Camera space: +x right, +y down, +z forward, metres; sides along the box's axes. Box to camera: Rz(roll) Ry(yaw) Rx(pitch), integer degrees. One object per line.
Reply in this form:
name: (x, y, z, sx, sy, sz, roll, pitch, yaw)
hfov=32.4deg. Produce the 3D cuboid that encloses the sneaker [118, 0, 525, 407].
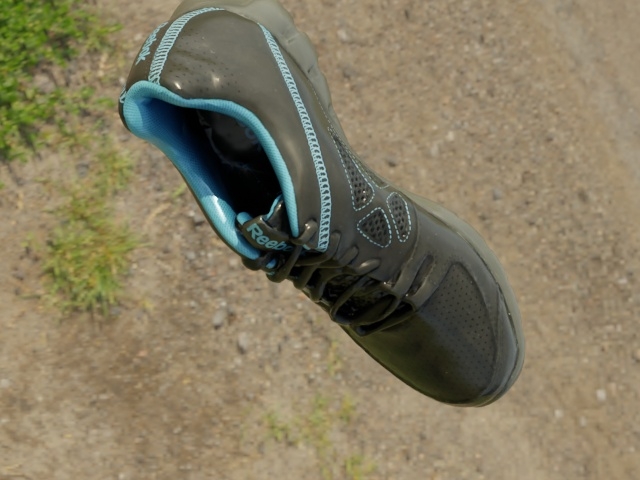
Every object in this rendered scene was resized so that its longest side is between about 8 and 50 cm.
sneaker: (0.000, 0.000, 0.713, 0.341, 0.125, 0.139, 47, 33, -12)
